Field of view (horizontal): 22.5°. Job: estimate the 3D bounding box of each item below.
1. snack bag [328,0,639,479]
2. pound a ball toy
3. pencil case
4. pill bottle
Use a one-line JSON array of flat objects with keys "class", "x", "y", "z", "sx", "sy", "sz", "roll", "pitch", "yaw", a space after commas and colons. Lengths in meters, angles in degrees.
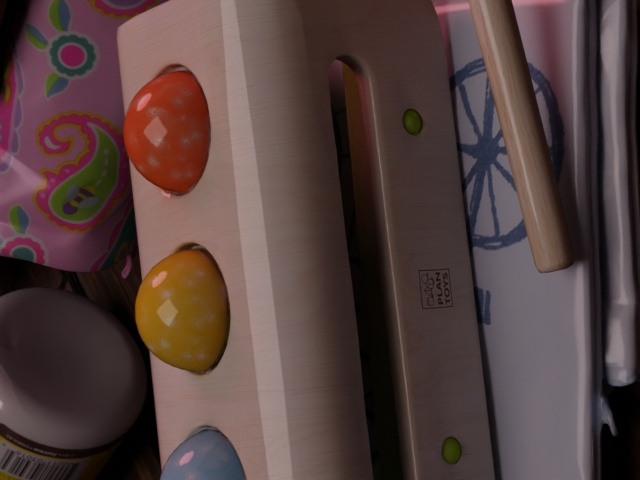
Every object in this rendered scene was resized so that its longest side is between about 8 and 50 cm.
[{"class": "snack bag", "x": 0.035, "y": 0.053, "z": 0.792, "sx": 0.323, "sy": 0.037, "sz": 0.342, "roll": 1, "pitch": 93, "yaw": 53}, {"class": "pound a ball toy", "x": 0.000, "y": 0.000, "z": 0.690, "sx": 0.208, "sy": 0.136, "sz": 0.319, "roll": -10, "pitch": 85, "yaw": 54}, {"class": "pencil case", "x": -0.131, "y": -0.115, "z": 0.933, "sx": 0.124, "sy": 0.124, "sz": 0.284, "roll": 43, "pitch": 126, "yaw": 42}, {"class": "pill bottle", "x": -0.202, "y": 0.135, "z": 1.043, "sx": 0.215, "sy": 0.117, "sz": 0.117, "roll": -53, "pitch": 53, "yaw": 40}]
